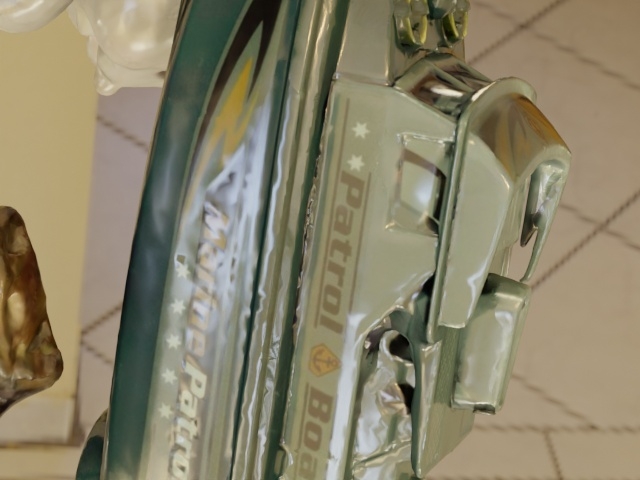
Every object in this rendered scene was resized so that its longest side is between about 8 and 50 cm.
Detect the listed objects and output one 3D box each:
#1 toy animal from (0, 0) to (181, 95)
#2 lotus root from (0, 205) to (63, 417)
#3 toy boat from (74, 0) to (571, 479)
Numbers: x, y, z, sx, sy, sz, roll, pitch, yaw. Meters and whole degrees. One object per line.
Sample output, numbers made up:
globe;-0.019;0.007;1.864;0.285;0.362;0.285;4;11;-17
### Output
toy animal;-0.035;-0.084;0.673;0.221;0.131;0.104;45;-2;-20
lotus root;-0.196;0.041;0.443;0.257;0.154;0.140;-15;14;-17
toy boat;0.003;0.002;0.511;0.122;0.296;0.114;15;13;17
